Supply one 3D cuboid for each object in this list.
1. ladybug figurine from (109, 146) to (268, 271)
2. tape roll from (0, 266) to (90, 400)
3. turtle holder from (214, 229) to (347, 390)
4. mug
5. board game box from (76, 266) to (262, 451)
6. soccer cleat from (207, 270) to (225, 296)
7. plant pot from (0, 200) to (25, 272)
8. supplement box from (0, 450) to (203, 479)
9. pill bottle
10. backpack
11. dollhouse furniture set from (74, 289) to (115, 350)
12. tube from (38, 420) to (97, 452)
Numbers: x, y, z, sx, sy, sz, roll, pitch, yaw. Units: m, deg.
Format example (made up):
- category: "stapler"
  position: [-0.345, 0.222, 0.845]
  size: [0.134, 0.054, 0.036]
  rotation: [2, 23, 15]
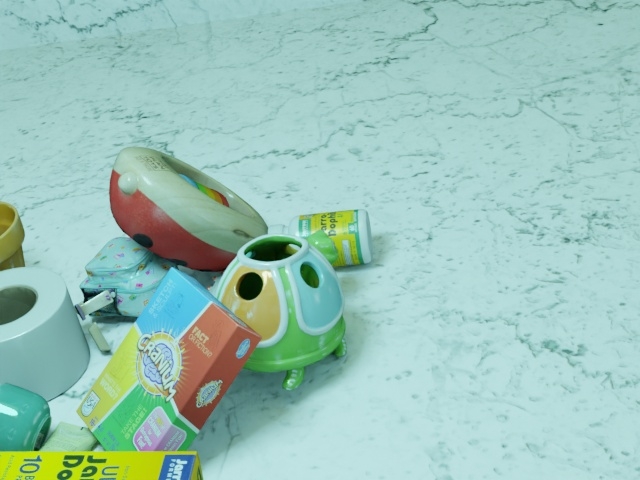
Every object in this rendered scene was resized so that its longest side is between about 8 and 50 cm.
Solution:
- category: "ladybug figurine"
  position: [-0.280, -0.051, 2.136]
  size: [0.305, 0.449, 0.162]
  rotation: [41, 98, 32]
- category: "tape roll"
  position: [-0.589, 0.188, 2.018]
  size: [0.246, 0.169, 0.246]
  rotation: [-8, 34, 5]
- category: "turtle holder"
  position: [-0.052, 0.106, 1.924]
  size: [0.320, 0.227, 0.243]
  rotation: [-19, 27, -30]
- category: "mug"
  position: [-0.531, 0.321, 1.839]
  size: [0.097, 0.129, 0.157]
  rotation: [20, 31, 3]
- category: "board game box"
  position: [-0.268, 0.234, 1.797]
  size: [0.242, 0.064, 0.316]
  rotation: [33, 90, 47]
- category: "soccer cleat"
  position: [-0.207, 0.132, 2.098]
  size: [0.076, 0.068, 0.196]
  rotation: [25, 39, 10]
- category: "plant pot"
  position: [-0.713, 0.048, 2.204]
  size: [0.205, 0.187, 0.205]
  rotation: [-8, 34, 6]
- category: "supplement box"
  position: [-0.355, 0.443, 1.520]
  size: [0.357, 0.195, 0.194]
  rotation: [-1, 34, 5]
- category: "pill bottle"
  position: [0.000, 0.000, 2.179]
  size: [0.209, 0.117, 0.117]
  rotation: [-6, 34, 8]
- category: "backpack"
  position: [-0.385, 0.079, 2.153]
  size: [0.189, 0.144, 0.166]
  rotation: [9, 32, 18]
- category: "dollhouse furniture set"
  position: [-0.432, 0.160, 2.086]
  size: [0.081, 0.114, 0.091]
  rotation: [-30, 2, -16]
- category: "tube"
  position: [-0.468, 0.396, 1.782]
  size: [0.062, 0.070, 0.240]
  rotation: [-41, 10, 35]
